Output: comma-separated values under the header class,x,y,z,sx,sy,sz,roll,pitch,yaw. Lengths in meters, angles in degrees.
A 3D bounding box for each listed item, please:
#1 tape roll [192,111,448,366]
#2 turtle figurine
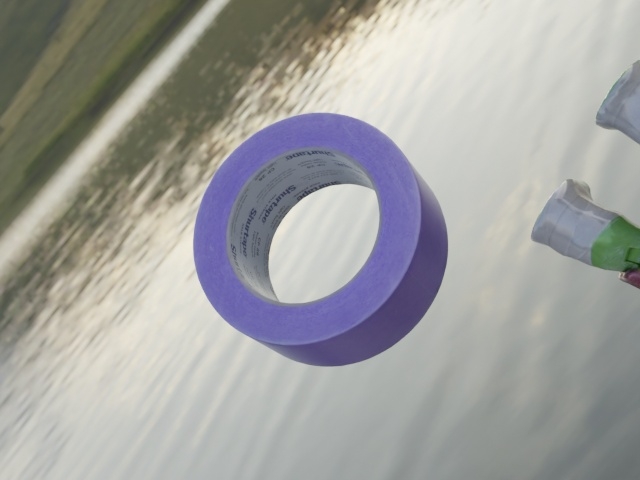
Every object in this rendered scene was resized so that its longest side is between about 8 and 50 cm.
class,x,y,z,sx,sy,sz,roll,pitch,yaw
tape roll,0.000,0.000,0.895,0.189,0.189,0.080,-50,-28,-1
turtle figurine,0.290,0.003,0.703,0.274,0.266,0.197,-45,-21,-28
